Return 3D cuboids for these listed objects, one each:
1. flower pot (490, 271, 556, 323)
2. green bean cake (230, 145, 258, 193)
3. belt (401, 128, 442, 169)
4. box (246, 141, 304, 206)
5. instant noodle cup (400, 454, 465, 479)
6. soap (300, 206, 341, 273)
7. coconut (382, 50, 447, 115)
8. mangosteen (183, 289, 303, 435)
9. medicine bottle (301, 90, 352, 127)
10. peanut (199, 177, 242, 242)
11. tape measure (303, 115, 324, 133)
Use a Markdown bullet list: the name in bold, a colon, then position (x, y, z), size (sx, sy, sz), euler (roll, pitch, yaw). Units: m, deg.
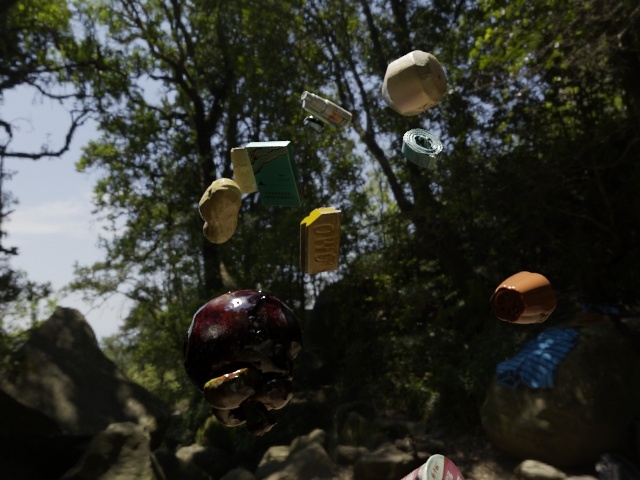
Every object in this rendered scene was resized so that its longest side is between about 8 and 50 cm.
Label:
- **flower pot**: position (0.698, 0.211, 1.733), size (0.173, 0.191, 0.190), euler (-5, -3, -40)
- **green bean cake**: position (-0.288, -0.273, 1.902), size (0.085, 0.179, 0.109), euler (-7, 11, 3)
- **belt**: position (0.401, -0.368, 1.936), size (0.163, 0.148, 0.082), euler (26, -35, 18)
- **box**: position (-0.152, -0.226, 1.692), size (0.162, 0.229, 0.041), euler (3, 34, 27)
- **instant noodle cup**: position (0.383, 0.893, 1.709), size (0.178, 0.235, 0.234), euler (-41, -27, 30)
- **soap**: position (0.000, 0.000, 1.808), size (0.140, 0.232, 0.073), euler (-8, 22, -25)
- **coconut**: position (0.327, -0.555, 1.774), size (0.234, 0.224, 0.224), euler (-30, -22, 36)
- **mangosteen**: position (-0.245, 0.355, 1.511), size (0.381, 0.421, 0.381), euler (8, -38, 6)
- **medicine bottle**: position (0.021, -0.493, 1.888), size (0.220, 0.092, 0.061), euler (21, -26, -35)
- **peanut**: position (-0.376, -0.105, 1.820), size (0.147, 0.148, 0.319), euler (-1, -36, -19)
- **tape measure**: position (-0.027, -0.494, 2.104), size (0.091, 0.054, 0.094), euler (28, 0, 1)
